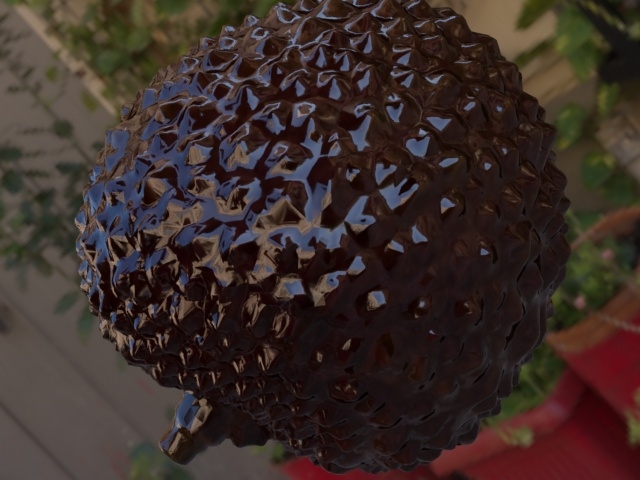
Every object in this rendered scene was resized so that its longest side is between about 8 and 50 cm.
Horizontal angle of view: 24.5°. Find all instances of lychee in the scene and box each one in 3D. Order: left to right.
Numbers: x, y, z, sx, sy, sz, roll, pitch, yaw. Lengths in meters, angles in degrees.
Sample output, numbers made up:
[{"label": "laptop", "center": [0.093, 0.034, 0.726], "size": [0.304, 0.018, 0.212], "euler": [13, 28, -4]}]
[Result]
[{"label": "lychee", "center": [0.000, 0.000, 0.851], "size": [0.304, 0.276, 0.276], "euler": [-58, 10, 1]}]
